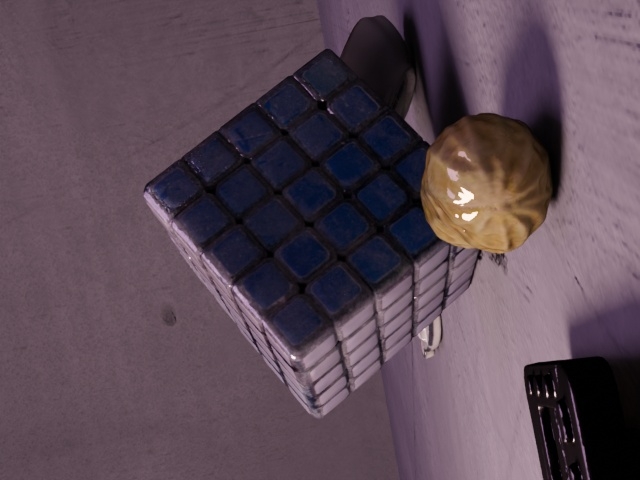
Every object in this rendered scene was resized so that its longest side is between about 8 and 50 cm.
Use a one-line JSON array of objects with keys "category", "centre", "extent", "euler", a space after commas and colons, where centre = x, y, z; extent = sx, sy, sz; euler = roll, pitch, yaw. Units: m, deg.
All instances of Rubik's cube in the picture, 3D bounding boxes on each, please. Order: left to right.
[{"category": "Rubik's cube", "centre": [0.000, 0.000, 1.021], "extent": [0.237, 0.237, 0.238], "euler": [49, 169, 20]}]

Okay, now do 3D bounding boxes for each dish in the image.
[{"category": "dish", "centre": [0.068, -0.171, 1.208], "extent": [0.191, 0.066, 0.191], "euler": [-57, -20, -35]}]

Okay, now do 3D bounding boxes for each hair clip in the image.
[{"category": "hair clip", "centre": [0.136, 0.070, 1.470], "extent": [0.140, 0.054, 0.220], "euler": [-160, 57, -83]}]

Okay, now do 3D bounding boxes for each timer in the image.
[{"category": "timer", "centre": [0.169, 0.144, 0.636], "extent": [0.187, 0.055, 0.144], "euler": [60, -159, -82]}]

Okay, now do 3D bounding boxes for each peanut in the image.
[{"category": "peanut", "centre": [0.117, -0.036, 0.726], "extent": [0.093, 0.083, 0.194], "euler": [43, 177, 10]}]
